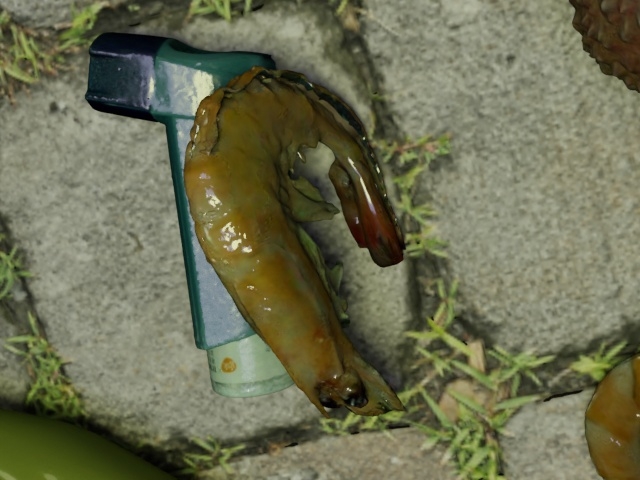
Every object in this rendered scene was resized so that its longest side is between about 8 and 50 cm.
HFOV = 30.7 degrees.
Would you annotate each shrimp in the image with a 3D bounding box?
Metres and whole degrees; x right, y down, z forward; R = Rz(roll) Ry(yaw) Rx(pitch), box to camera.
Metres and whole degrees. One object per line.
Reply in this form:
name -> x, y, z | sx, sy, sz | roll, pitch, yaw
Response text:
shrimp -> 0.298, 0.156, 0.765 | 0.254, 0.059, 0.145 | 19, 107, 8
shrimp -> -0.001, 0.000, 0.764 | 0.058, 0.173, 0.253 | -6, 128, 42

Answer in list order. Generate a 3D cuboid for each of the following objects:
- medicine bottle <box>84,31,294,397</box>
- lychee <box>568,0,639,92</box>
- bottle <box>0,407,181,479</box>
medicine bottle -> -0.077, -0.021, 0.800 | 0.124, 0.079, 0.258 | -9, 100, 6
lychee -> 0.222, -0.169, 0.661 | 0.165, 0.165, 0.197 | 14, 145, 9
bottle -> -0.183, 0.194, 0.847 | 0.260, 0.112, 0.112 | 28, 105, 5
